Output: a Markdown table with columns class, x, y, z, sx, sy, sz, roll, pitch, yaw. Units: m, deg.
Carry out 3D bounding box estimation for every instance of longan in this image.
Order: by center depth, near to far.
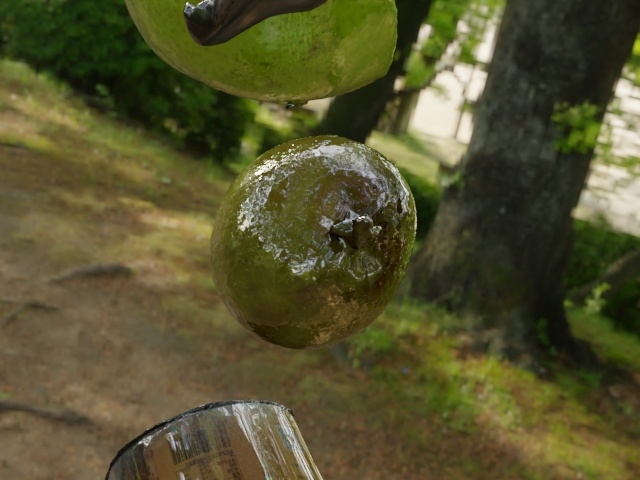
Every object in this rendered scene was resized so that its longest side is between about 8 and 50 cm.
| class | x | y | z | sx | sy | sz | roll | pitch | yaw |
| --- | --- | --- | --- | --- | --- | --- | --- | --- | --- |
| longan | 0.000 | 0.000 | 0.893 | 0.145 | 0.155 | 0.176 | 10 | -14 | -28 |

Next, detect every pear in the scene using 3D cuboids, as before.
| class | x | y | z | sx | sy | sz | roll | pitch | yaw |
| --- | --- | --- | --- | --- | --- | --- | --- | --- | --- |
| pear | -0.074 | -0.254 | 1.065 | 0.288 | 0.239 | 0.139 | 34 | 50 | 19 |

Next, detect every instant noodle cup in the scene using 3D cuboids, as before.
| class | x | y | z | sx | sy | sz | roll | pitch | yaw |
| --- | --- | --- | --- | --- | --- | --- | --- | --- | --- |
| instant noodle cup | -0.067 | 0.259 | 1.013 | 0.217 | 0.217 | 0.207 | 1 | 52 | -33 |

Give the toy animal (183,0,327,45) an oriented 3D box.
| class | x | y | z | sx | sy | sz | roll | pitch | yaw |
| --- | --- | --- | --- | --- | --- | --- | --- | --- | --- |
| toy animal | -0.056 | -0.199 | 0.526 | 0.210 | 0.117 | 0.121 | 54 | -9 | 6 |
